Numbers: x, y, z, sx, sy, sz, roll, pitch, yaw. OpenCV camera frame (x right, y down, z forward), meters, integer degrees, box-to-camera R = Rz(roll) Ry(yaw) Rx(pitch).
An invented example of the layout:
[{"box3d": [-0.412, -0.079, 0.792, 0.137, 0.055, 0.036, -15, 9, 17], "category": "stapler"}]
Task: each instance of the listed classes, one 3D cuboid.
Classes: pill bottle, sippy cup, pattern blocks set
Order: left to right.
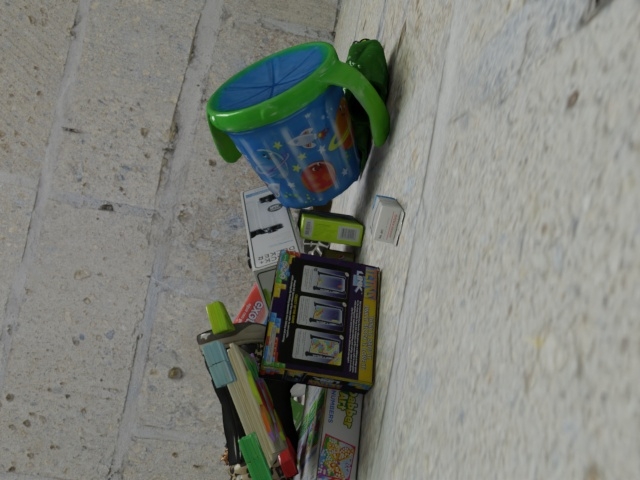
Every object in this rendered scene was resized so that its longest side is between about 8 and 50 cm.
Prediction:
[{"box3d": [-0.078, 0.209, 0.761, 0.325, 0.026, 0.285, 138, 109, -86], "category": "pattern blocks set"}, {"box3d": [-0.062, 0.312, 1.411, 0.137, 0.078, 0.078, 157, 123, -84], "category": "pill bottle"}, {"box3d": [-0.041, -0.184, 1.043, 0.305, 0.240, 0.224, 42, 162, 56], "category": "sippy cup"}]

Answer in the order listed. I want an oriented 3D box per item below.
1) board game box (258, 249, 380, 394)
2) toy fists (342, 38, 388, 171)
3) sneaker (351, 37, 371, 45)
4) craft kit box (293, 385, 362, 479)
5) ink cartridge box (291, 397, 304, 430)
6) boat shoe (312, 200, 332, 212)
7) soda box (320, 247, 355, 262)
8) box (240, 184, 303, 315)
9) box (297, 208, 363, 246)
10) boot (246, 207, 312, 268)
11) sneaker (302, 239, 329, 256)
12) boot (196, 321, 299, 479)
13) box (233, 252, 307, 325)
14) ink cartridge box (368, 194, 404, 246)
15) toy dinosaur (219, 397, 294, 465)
[{"box3d": [0.002, 0.104, 0.795, 0.048, 0.141, 0.170, 111, 169, -56], "category": "board game box"}, {"box3d": [0.062, -0.252, 1.172, 0.279, 0.096, 0.142, 105, 175, -50], "category": "toy fists"}, {"box3d": [0.094, -0.410, 1.321, 0.170, 0.063, 0.074, 110, 165, -88], "category": "sneaker"}, {"box3d": [0.009, 0.260, 0.883, 0.250, 0.061, 0.246, 110, 167, -59], "category": "craft kit box"}, {"box3d": [-0.093, 0.436, 1.398, 0.109, 0.062, 0.209, -58, -5, -26], "category": "ink cartridge box"}, {"box3d": [-0.002, -0.081, 1.724, 0.049, 0.056, 0.152, -118, 39, -74], "category": "boat shoe"}, {"box3d": [0.018, 0.072, 1.157, 0.181, 0.058, 0.061, 116, 163, -70], "category": "soda box"}, {"box3d": [-0.074, 0.030, 1.108, 0.290, 0.087, 0.169, -110, 5, -56], "category": "box"}, {"box3d": [0.014, -0.027, 1.121, 0.178, 0.109, 0.042, -114, 33, -81], "category": "box"}, {"box3d": [-0.120, 0.008, 1.887, 0.338, 0.223, 0.118, 107, 173, -48], "category": "boot"}, {"box3d": [0.000, 0.000, 1.596, 0.169, 0.068, 0.071, -72, -16, -45], "category": "sneaker"}, {"box3d": [-0.080, 0.307, 1.108, 0.377, 0.138, 0.284, 38, -144, -65], "category": "boot"}, {"box3d": [-0.112, 0.172, 1.427, 0.299, 0.142, 0.154, -60, 4, 16], "category": "box"}, {"box3d": [0.085, -0.027, 0.795, 0.083, 0.028, 0.048, -98, 20, -74], "category": "ink cartridge box"}, {"box3d": [-0.158, 0.449, 1.518, 0.164, 0.322, 0.218, 35, 120, 35], "category": "toy dinosaur"}]
